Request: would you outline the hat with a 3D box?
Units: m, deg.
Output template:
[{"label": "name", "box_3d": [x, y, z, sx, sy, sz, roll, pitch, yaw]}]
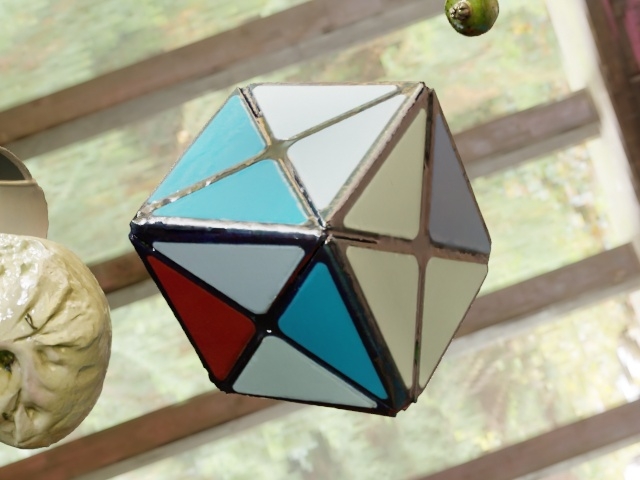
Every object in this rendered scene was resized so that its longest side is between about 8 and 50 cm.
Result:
[{"label": "hat", "box_3d": [-0.526, -0.030, 1.971, 0.161, 0.275, 0.232, -176, 93, -72]}]

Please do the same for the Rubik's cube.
[{"label": "Rubik's cube", "box_3d": [0.000, 0.000, 1.394, 0.246, 0.248, 0.250, -57, -45, -39]}]

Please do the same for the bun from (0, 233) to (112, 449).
[{"label": "bun", "box_3d": [-0.325, 0.103, 1.456, 0.237, 0.210, 0.116, 60, -164, 4]}]

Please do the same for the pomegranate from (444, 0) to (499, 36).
[{"label": "pomegranate", "box_3d": [0.186, -0.285, 1.726, 0.084, 0.073, 0.073, -59, -36, -37]}]
